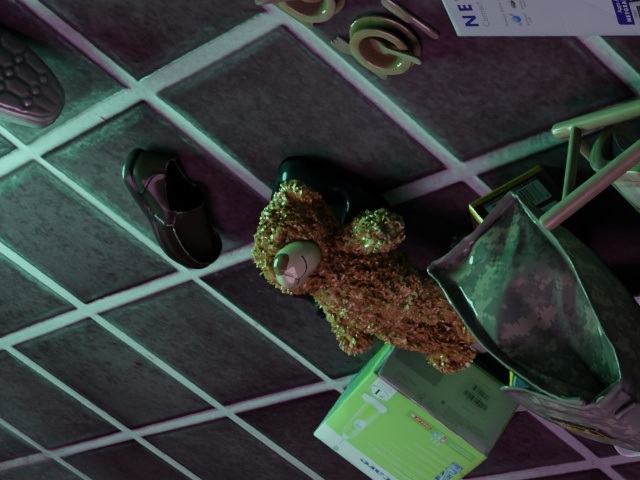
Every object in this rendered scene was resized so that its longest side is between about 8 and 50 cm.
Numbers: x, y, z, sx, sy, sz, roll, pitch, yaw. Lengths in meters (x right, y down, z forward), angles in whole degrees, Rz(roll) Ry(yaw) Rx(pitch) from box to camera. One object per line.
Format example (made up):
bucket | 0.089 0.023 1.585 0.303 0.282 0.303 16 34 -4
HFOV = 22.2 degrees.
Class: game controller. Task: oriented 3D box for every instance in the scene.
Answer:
game controller | 0.000 0.000 2.221 0.166 0.067 0.319 35 150 10

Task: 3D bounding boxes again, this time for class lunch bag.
lunch bag | 0.289 0.121 1.828 0.235 0.169 0.287 32 -162 -49

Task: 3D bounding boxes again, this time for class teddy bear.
teddy bear | 0.064 0.062 2.071 0.338 0.113 0.245 38 147 -14

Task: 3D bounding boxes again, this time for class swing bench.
swing bench | 0.415 -0.049 1.742 0.254 0.165 0.253 -29 122 36

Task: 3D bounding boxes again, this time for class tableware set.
tableware set | 0.026 -0.244 1.832 0.194 0.039 0.128 33 148 -15

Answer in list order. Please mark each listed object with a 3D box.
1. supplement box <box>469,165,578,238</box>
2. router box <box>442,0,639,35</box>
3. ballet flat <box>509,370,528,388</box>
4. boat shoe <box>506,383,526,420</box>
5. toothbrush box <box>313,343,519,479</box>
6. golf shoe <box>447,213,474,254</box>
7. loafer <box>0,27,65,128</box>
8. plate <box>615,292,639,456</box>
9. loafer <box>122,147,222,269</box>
supplement box | 0.255 0.013 1.986 0.081 0.104 0.188 56 171 39
router box | 0.223 -0.333 1.516 0.301 0.082 0.335 3 144 31
ballet flat | 0.292 0.137 2.201 0.077 0.077 0.231 -7 146 -1
boat shoe | 0.290 0.232 2.388 0.046 0.038 0.125 51 150 16
toothbrush box | 0.140 0.264 2.427 0.206 0.122 0.283 36 147 1
golf shoe | 0.202 0.050 2.129 0.094 0.077 0.198 21 150 4
loafer | -0.478 -0.234 2.135 0.319 0.112 0.111 30 155 5
plate | 0.462 0.154 2.081 0.277 0.045 0.278 -14 124 30
loafer | -0.193 -0.038 2.258 0.078 0.080 0.220 0 142 35
